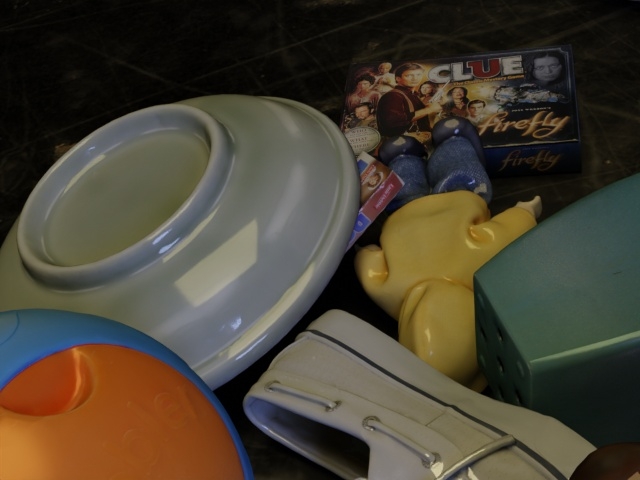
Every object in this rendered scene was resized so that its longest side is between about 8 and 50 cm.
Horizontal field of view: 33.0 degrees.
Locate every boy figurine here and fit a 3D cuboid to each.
[{"bbox_3d":[0.113,0.011,0.947,0.177,0.092,0.285,-20,42,18],"label":"boy figurine"}]

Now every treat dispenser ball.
[{"bbox_3d":[-0.184,0.189,0.705,0.288,0.288,0.288,-8,43,7],"label":"treat dispenser ball"}]

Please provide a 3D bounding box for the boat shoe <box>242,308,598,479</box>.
[{"bbox_3d":[0.068,0.178,0.760,0.156,0.136,0.367,-38,45,-24],"label":"boat shoe"}]

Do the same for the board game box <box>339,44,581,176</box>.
[{"bbox_3d":[0.143,-0.132,1.130,0.243,0.042,0.165,-4,44,12],"label":"board game box"}]

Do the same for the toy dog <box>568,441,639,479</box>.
[{"bbox_3d":[0.222,0.267,0.451,0.284,0.395,0.408,-14,51,14],"label":"toy dog"}]

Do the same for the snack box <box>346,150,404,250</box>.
[{"bbox_3d":[0.000,0.000,0.985,0.178,0.022,0.064,-49,32,0],"label":"snack box"}]

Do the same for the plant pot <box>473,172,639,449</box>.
[{"bbox_3d":[0.241,0.060,0.803,0.234,0.166,0.165,-17,43,-6],"label":"plant pot"}]

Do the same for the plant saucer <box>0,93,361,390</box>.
[{"bbox_3d":[-0.163,-0.019,0.994,0.400,0.101,0.401,-18,42,17],"label":"plant saucer"}]
